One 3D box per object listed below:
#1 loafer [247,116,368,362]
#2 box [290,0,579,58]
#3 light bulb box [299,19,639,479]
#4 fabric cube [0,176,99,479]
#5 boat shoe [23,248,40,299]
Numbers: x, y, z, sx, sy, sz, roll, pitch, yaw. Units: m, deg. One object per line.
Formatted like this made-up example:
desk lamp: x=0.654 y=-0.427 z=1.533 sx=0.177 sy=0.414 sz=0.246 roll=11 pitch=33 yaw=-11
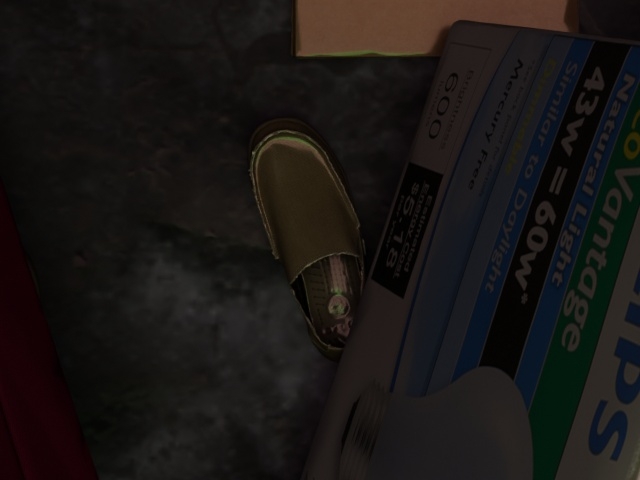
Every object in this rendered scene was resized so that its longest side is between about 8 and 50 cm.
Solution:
loafer: x=0.000 y=0.000 z=1.089 sx=0.056 sy=0.050 sz=0.148 roll=-22 pitch=96 yaw=-1
box: x=0.065 y=-0.204 z=1.091 sx=0.164 sy=0.021 sz=0.201 roll=0 pitch=95 yaw=-2
light bulb box: x=0.165 y=0.098 z=0.929 sx=0.225 sy=0.361 sz=0.358 roll=17 pitch=93 yaw=-17
fabric cube: x=-0.276 y=0.058 z=0.885 sx=0.254 sy=0.259 sz=0.258 roll=-17 pitch=87 yaw=6
boat shoe: x=-0.245 y=0.156 z=1.062 sx=0.121 sy=0.110 sz=0.341 roll=13 pitch=94 yaw=-3
